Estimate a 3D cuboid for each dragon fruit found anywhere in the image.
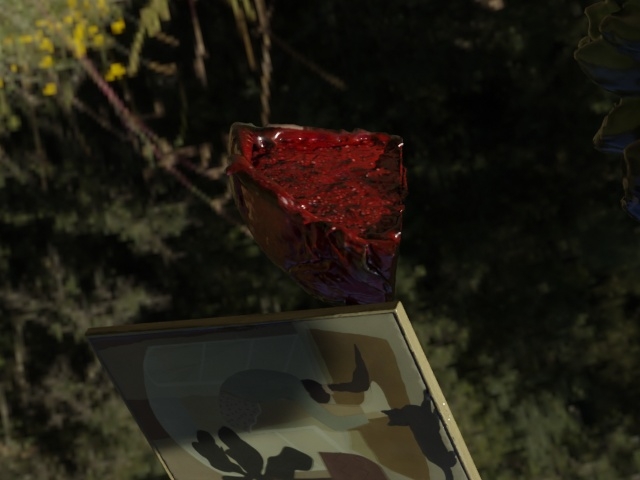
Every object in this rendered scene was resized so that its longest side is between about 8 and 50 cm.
[{"bbox_3d":[-0.002,0.000,0.961,0.120,0.161,0.127,-1,123,1],"label":"dragon fruit"}]

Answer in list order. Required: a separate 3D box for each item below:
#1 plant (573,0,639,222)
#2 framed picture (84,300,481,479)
[{"bbox_3d":[0.205,-0.066,0.664,0.129,0.194,0.132,-12,124,-47],"label":"plant"},{"bbox_3d":[-0.022,0.095,0.798,0.201,0.010,0.136,-7,125,30],"label":"framed picture"}]
